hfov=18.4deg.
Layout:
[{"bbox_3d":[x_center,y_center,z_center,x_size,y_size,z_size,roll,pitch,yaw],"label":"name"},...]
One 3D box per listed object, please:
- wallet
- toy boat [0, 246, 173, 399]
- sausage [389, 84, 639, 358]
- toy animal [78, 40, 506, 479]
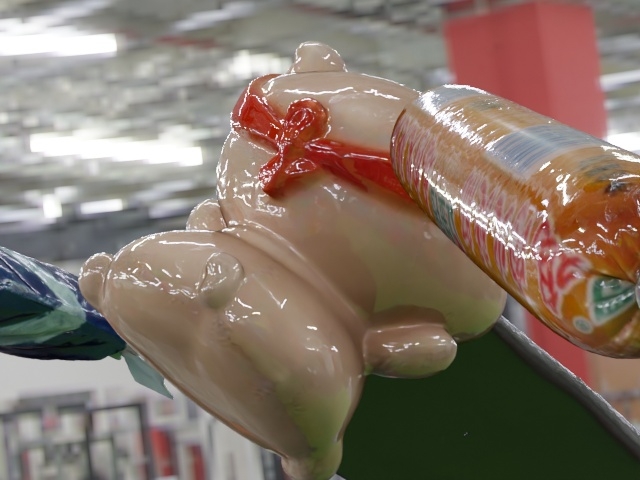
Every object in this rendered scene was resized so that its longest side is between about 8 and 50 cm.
[{"bbox_3d":[0.102,0.129,1.189,0.146,0.030,0.285,-43,-62,15],"label":"wallet"},{"bbox_3d":[-0.217,0.058,1.434,0.210,0.070,0.291,17,-10,7],"label":"toy boat"},{"bbox_3d":[0.063,-0.016,0.635,0.053,0.053,0.348,-7,9,-5],"label":"sausage"},{"bbox_3d":[0.000,0.000,0.964,0.197,0.171,0.171,-49,6,-16],"label":"toy animal"}]
